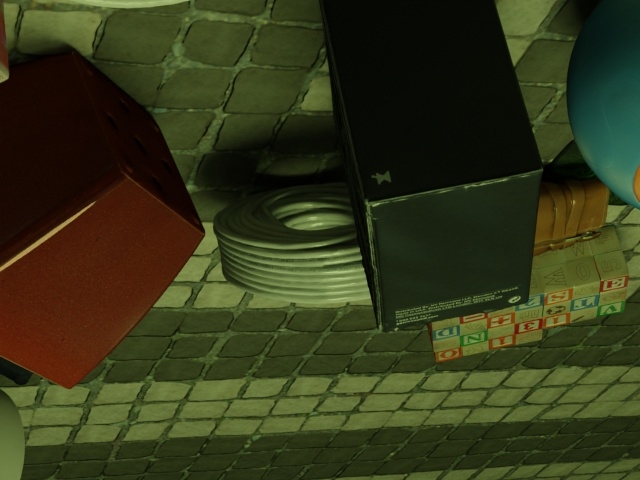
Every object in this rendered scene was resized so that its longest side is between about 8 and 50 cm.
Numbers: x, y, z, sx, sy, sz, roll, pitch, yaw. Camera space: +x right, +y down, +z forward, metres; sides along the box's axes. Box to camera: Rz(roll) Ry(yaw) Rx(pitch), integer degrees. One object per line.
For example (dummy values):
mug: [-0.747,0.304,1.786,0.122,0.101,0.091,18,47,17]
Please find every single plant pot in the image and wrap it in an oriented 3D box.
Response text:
plant pot: [-0.285,-0.042,1.502,0.235,0.267,0.267,-33,148,10]

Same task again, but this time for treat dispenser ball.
treat dispenser ball: [0.405,-0.161,1.486,0.288,0.288,0.288,-9,152,-5]

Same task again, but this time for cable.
cable: [0.000,0.000,1.700,0.257,0.257,0.089,3,109,10]

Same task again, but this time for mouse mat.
mouse mat: [0.386,-0.091,1.910,0.189,0.007,0.152,1,149,-25]

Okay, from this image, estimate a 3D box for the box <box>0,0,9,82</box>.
box: [-0.451,-0.177,1.279,0.300,0.142,0.154,-22,150,19]

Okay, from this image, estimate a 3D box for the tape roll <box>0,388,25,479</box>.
tape roll: [-0.571,0.310,2.027,0.246,0.246,0.169,-28,149,28]

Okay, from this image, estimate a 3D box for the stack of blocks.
stack of blocks: [0.305,0.083,2.113,0.297,0.087,0.171,-13,152,1]

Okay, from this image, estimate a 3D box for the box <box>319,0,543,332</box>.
box: [0.112,-0.106,1.465,0.182,0.296,0.294,-11,152,0]

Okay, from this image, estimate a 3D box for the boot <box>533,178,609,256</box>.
boot: [0.273,-0.042,1.835,0.220,0.109,0.283,-9,153,0]

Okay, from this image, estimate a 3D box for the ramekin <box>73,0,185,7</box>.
ramekin: [-0.147,-0.326,1.130,0.277,0.135,0.277,-9,153,-5]

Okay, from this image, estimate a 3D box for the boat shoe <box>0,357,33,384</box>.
boat shoe: [-0.407,0.076,1.741,0.158,0.127,0.340,21,155,-5]
